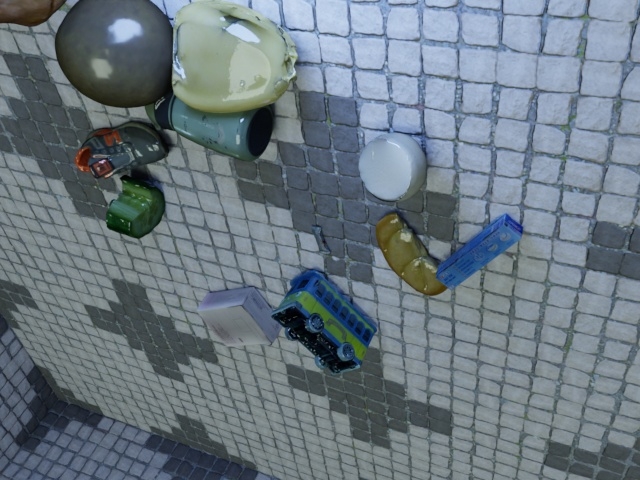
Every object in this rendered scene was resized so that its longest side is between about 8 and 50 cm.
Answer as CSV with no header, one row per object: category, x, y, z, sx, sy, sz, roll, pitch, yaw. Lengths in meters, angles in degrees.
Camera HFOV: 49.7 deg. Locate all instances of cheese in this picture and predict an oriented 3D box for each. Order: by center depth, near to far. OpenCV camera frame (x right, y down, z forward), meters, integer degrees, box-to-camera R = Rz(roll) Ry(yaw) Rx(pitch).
cheese,-0.200,-0.429,1.628,0.315,0.128,0.260,9,115,20

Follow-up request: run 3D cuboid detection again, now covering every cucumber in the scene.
cucumber,-0.604,-0.101,2.233,0.130,0.191,0.191,19,139,15

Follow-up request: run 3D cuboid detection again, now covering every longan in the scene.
longan,-0.491,-0.468,1.694,0.297,0.297,0.297,17,139,16

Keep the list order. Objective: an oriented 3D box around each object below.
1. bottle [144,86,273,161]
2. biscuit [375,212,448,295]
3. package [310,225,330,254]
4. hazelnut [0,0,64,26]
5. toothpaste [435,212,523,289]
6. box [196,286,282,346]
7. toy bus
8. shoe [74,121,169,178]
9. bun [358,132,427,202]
bottle,-0.303,-0.331,1.814,0.346,0.168,0.169,20,140,20
biscuit,0.251,0.048,1.955,0.299,0.045,0.154,47,138,-17
package,0.000,0.000,2.082,0.037,0.015,0.110,4,135,28
hazelnut,-0.727,-0.678,1.592,0.372,0.372,0.315,61,171,-32
toothpaste,0.410,0.033,1.809,0.066,0.053,0.272,35,133,-10
box,-0.292,0.280,2.492,0.251,0.106,0.203,-12,126,38
toy bus,0.012,0.268,2.220,0.312,0.190,0.152,44,139,-16
shoe,-0.620,-0.256,2.078,0.336,0.171,0.132,2,132,31
bun,0.188,-0.181,1.692,0.172,0.119,0.173,16,116,36
